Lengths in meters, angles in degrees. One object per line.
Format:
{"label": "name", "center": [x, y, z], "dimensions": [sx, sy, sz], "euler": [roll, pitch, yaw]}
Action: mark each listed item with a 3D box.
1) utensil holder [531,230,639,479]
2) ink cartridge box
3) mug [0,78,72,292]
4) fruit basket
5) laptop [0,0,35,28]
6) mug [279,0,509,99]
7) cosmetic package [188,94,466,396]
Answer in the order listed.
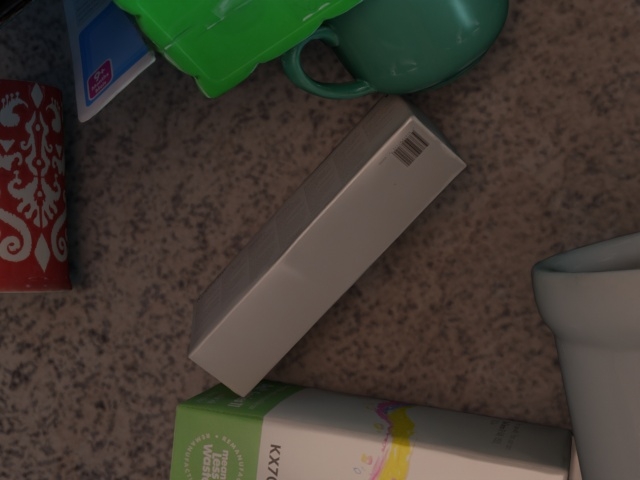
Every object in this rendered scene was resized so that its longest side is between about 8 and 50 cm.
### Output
{"label": "utensil holder", "center": [0.317, 0.172, 0.554], "dimensions": [0.327, 0.327, 0.386], "euler": [-12, 91, 16]}
{"label": "ink cartridge box", "center": [0.068, 0.232, 0.729], "dimensions": [0.353, 0.119, 0.207], "euler": [6, 94, 16]}
{"label": "mug", "center": [-0.280, -0.043, 0.828], "dimensions": [0.150, 0.113, 0.169], "euler": [1, 89, 14]}
{"label": "fruit basket", "center": [-0.069, -0.286, 0.693], "dimensions": [0.327, 0.165, 0.353], "euler": [-30, 53, 15]}
{"label": "laptop", "center": [-0.205, -0.244, 0.674], "dimensions": [0.382, 0.408, 0.236], "euler": [-32, 98, 15]}
{"label": "mug", "center": [0.056, -0.160, 0.713], "dimensions": [0.157, 0.129, 0.097], "euler": [-25, 119, 20]}
{"label": "cosmetic package", "center": [0.000, 0.000, 0.747], "dimensions": [0.060, 0.099, 0.239], "euler": [39, 104, -19]}
